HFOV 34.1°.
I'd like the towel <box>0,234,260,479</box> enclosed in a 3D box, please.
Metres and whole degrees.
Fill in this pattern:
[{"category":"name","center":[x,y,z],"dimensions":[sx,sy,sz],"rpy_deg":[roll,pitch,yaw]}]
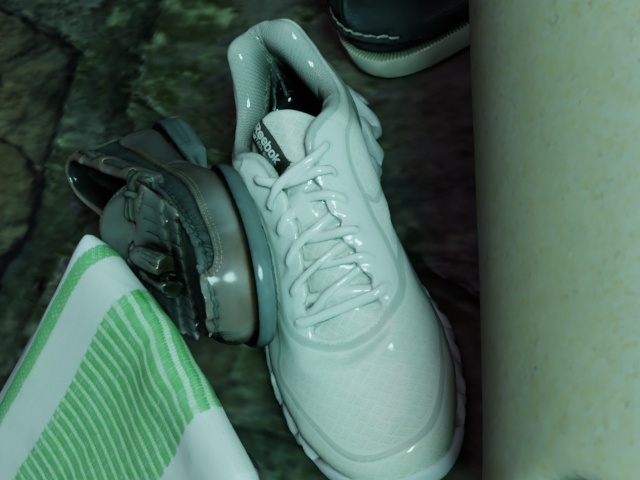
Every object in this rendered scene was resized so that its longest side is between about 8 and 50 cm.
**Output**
[{"category":"towel","center":[-0.095,0.188,0.500],"dimensions":[0.248,0.038,0.325],"rpy_deg":[-55,50,29]}]

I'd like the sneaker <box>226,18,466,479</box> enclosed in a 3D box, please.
[{"category":"sneaker","center":[0.000,0.000,0.583],"dimensions":[0.110,0.118,0.292],"rpy_deg":[-20,57,4]}]

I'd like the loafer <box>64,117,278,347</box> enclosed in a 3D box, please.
[{"category":"loafer","center":[-0.093,-0.004,0.595],"dimensions":[0.084,0.096,0.267],"rpy_deg":[-8,21,-15]}]

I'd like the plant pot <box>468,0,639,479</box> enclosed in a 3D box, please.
[{"category":"plant pot","center":[0.189,-0.032,0.418],"dimensions":[0.334,0.334,0.305],"rpy_deg":[2,75,26]}]

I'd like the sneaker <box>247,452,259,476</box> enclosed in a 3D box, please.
[{"category":"sneaker","center":[-0.074,0.129,0.588],"dimensions":[0.077,0.072,0.178],"rpy_deg":[-23,63,0]}]

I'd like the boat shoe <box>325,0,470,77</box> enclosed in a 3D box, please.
[{"category":"boat shoe","center":[0.141,-0.242,0.658],"dimensions":[0.340,0.113,0.127],"rpy_deg":[-30,53,7]}]
